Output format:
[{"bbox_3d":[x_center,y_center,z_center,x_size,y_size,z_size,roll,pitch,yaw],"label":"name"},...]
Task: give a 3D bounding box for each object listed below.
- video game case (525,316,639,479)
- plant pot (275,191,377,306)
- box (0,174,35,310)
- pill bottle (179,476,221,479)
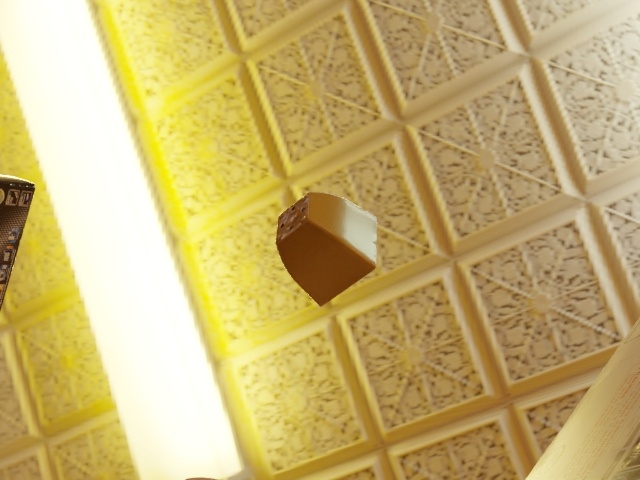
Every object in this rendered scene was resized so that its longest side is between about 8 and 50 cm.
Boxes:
[{"bbox_3d":[0.158,0.061,0.450,0.042,0.232,0.210,45,-31,-3],"label":"video game case"},{"bbox_3d":[0.000,0.000,1.246,0.081,0.083,0.081,-37,-150,29],"label":"plant pot"},{"bbox_3d":[-0.429,0.011,1.464,0.045,0.184,0.190,19,-85,18],"label":"box"},{"bbox_3d":[-0.122,0.384,1.354,0.160,0.160,0.283,35,-29,26],"label":"pill bottle"}]
